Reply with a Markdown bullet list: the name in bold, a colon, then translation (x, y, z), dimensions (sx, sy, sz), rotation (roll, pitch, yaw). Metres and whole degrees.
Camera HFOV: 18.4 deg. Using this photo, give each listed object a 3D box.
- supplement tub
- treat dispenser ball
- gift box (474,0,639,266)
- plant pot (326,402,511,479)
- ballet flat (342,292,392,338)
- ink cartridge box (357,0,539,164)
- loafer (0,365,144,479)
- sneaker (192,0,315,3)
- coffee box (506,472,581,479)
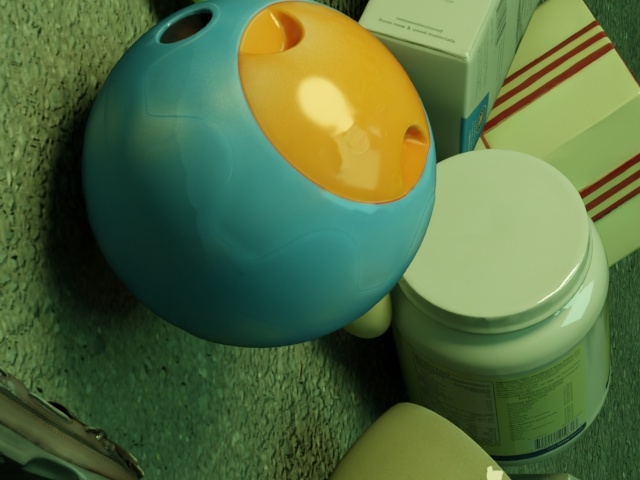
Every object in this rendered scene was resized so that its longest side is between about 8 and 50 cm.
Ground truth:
- **supplement tub**: translation (0.189, 0.074, 2.091), dimensions (0.325, 0.235, 0.235), rotation (76, 22, -57)
- **treat dispenser ball**: translation (-0.050, -0.057, 1.598), dimensions (0.288, 0.288, 0.288), rotation (-4, 90, -66)
- **gift box**: translation (0.267, -0.109, 2.306), dimensions (0.255, 0.258, 0.276), rotation (49, 11, -38)
- **plant pot**: translation (0.083, 0.327, 1.915), dimensions (0.191, 0.284, 0.284), rotation (-35, 125, -20)
- **ballet flat**: translation (0.000, 0.000, 1.951), dimensions (0.248, 0.086, 0.086), rotation (68, 29, -17)
- **ink cartridge box**: translation (0.151, -0.263, 2.118), dimensions (0.223, 0.129, 0.307), rotation (85, 26, -59)
- **loafer**: translation (-0.207, 0.145, 1.448), dimensions (0.302, 0.109, 0.095), rotation (41, 46, -54)
- **sneaker**: translation (-0.087, -0.253, 1.765), dimensions (0.295, 0.109, 0.123), rotation (58, 2, -19)
- **coffee box**: translation (0.265, 0.359, 2.371), dimensions (0.297, 0.168, 0.119), rotation (31, 59, -60)
